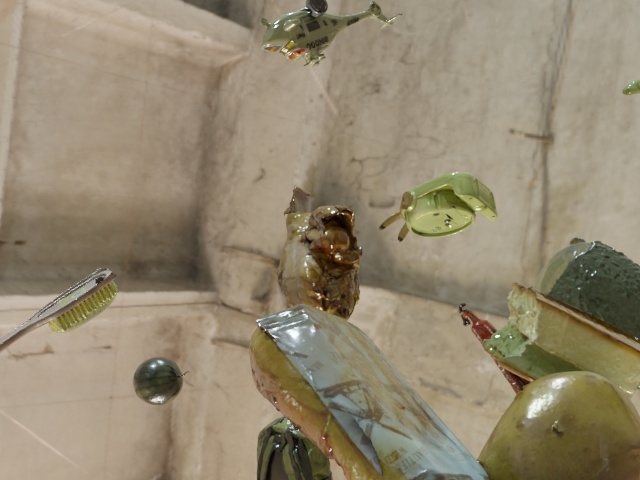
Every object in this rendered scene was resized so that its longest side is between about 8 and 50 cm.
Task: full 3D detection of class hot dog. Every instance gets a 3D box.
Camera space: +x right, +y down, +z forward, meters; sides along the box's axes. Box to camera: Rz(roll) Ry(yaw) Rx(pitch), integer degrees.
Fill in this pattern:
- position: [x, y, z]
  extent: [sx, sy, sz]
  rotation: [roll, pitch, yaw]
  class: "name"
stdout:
- position: [0.041, 0.158, 0.660]
  extent: [0.163, 0.270, 0.081]
  rotation: [18, -69, -50]
  class: "hot dog"

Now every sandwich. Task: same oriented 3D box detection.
- position: [0.320, 0.138, 1.008]
  extent: [0.108, 0.186, 0.220]
  rotation: [-64, -15, 7]
  class: "sandwich"

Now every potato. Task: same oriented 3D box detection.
- position: [0.211, 0.200, 0.674]
  extent: [0.137, 0.137, 0.175]
  rotation: [23, -82, -46]
  class: "potato"

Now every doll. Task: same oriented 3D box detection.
- position: [0.589, 0.156, 1.492]
  extent: [0.247, 0.349, 0.247]
  rotation: [-38, -27, -24]
  class: "doll"

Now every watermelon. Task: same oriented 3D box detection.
- position: [-0.342, 0.304, 1.658]
  extent: [0.105, 0.133, 0.105]
  rotation: [-14, -90, -72]
  class: "watermelon"

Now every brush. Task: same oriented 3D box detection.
- position: [-0.474, 0.151, 1.308]
  extent: [0.313, 0.072, 0.067]
  rotation: [-37, -69, -33]
  class: "brush"

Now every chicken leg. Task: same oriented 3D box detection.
- position: [0.000, 0.000, 1.727]
  extent: [0.182, 0.409, 0.295]
  rotation: [5, -47, -15]
  class: "chicken leg"

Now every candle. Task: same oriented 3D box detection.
- position: [0.411, 0.262, 1.712]
  extent: [0.301, 0.059, 0.084]
  rotation: [49, -135, 8]
  class: "candle"

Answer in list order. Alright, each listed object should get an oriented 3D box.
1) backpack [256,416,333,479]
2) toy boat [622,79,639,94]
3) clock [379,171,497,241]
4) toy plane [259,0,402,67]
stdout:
- position: [-0.070, 0.557, 1.842]
  extent: [0.140, 0.207, 0.253]
  rotation: [-14, -83, -56]
  class: "backpack"
- position: [0.497, -0.303, 0.990]
  extent: [0.099, 0.108, 0.292]
  rotation: [25, -88, -8]
  class: "toy boat"
- position: [0.243, -0.060, 1.607]
  extent: [0.170, 0.232, 0.069]
  rotation: [26, -129, -50]
  class: "clock"
- position: [0.016, -0.366, 1.310]
  extent: [0.286, 0.092, 0.108]
  rotation: [-30, -87, -33]
  class: "toy plane"
